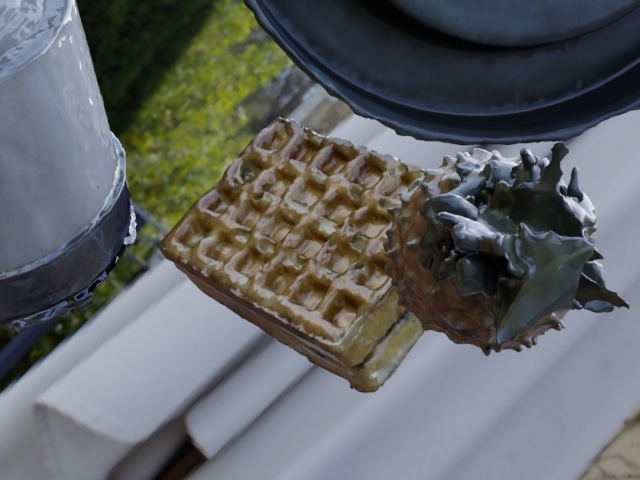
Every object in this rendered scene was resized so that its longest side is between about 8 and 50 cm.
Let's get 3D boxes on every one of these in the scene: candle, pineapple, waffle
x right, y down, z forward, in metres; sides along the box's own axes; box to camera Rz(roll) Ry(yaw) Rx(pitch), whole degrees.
[{"bbox_3d":[-0.233,-0.102,0.765,0.187,0.187,0.330,46,-25,37],"label":"candle"},{"bbox_3d":[0.123,-0.001,0.832,0.169,0.169,0.340,45,-1,7],"label":"pineapple"},{"bbox_3d":[0.001,0.001,1.209,0.308,0.213,0.091,26,-21,45],"label":"waffle"}]

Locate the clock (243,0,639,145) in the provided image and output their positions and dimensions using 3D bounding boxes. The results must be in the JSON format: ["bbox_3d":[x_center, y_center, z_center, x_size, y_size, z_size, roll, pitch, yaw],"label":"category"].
[{"bbox_3d":[0.091,-0.204,0.561,0.325,0.325,0.067,43,3,-28],"label":"clock"}]
